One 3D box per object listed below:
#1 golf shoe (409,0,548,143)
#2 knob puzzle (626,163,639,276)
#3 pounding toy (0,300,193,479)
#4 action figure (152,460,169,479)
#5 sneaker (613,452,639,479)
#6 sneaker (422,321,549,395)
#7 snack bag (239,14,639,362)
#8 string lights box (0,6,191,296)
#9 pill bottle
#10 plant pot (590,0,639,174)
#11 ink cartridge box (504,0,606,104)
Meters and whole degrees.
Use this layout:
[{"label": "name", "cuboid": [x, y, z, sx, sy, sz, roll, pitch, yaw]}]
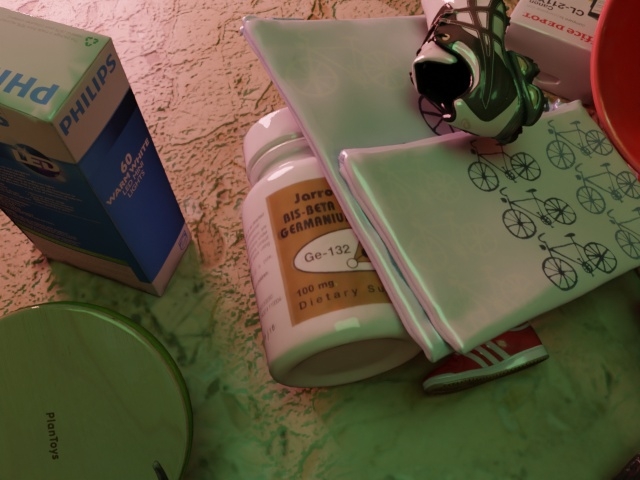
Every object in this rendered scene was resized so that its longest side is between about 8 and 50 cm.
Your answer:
[{"label": "golf shoe", "cuboid": [0.116, -0.173, 0.497, 0.094, 0.077, 0.198, -3, 57, -23]}, {"label": "knob puzzle", "cuboid": [0.392, 0.003, 0.563, 0.213, 0.030, 0.213, 0, 62, 0]}, {"label": "pounding toy", "cuboid": [-0.192, 0.157, 0.453, 0.183, 0.110, 0.237, 22, 93, -1]}, {"label": "action figure", "cuboid": [-0.119, 0.266, 0.341, 0.164, 0.141, 0.275, 20, 78, -12]}, {"label": "sneaker", "cuboid": [0.367, 0.188, 0.426, 0.281, 0.162, 0.106, -37, 33, 15]}, {"label": "sneaker", "cuboid": [0.135, 0.091, 0.506, 0.118, 0.042, 0.067, -13, 66, -16]}, {"label": "snack bag", "cuboid": [0.136, -0.095, 0.521, 0.323, 0.037, 0.342, -16, 67, -31]}, {"label": "string lights box", "cuboid": [-0.202, -0.054, 0.461, 0.133, 0.259, 0.076, 18, 63, 9]}, {"label": "pill bottle", "cuboid": [0.000, 0.000, 0.505, 0.131, 0.131, 0.229, -11, 62, -6]}, {"label": "plant pot", "cuboid": [0.445, -0.178, 0.529, 0.243, 0.275, 0.275, -12, 60, -29]}, {"label": "ink cartridge box", "cuboid": [0.302, -0.262, 0.682, 0.127, 0.072, 0.175, 27, 64, 13]}]
